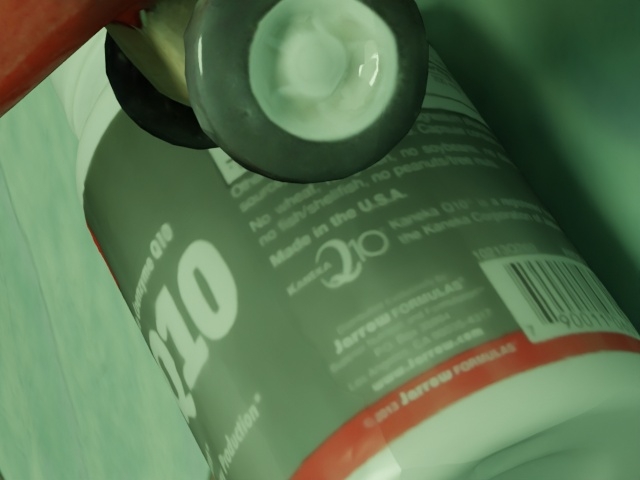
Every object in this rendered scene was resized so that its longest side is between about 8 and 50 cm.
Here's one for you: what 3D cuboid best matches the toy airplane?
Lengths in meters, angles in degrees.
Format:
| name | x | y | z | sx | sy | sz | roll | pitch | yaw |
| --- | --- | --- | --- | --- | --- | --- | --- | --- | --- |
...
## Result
| name | x | y | z | sx | sy | sz | roll | pitch | yaw |
| --- | --- | --- | --- | --- | --- | --- | --- | --- | --- |
| toy airplane | -0.042 | -0.233 | 0.400 | 0.386 | 0.272 | 0.384 | -46 | 25 | 42 |

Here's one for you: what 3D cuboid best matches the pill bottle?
| name | x | y | z | sx | sy | sz | roll | pitch | yaw |
| --- | --- | --- | --- | --- | --- | --- | --- | --- | --- |
| pill bottle | 0.000 | 0.000 | 0.620 | 0.283 | 0.161 | 0.161 | 58 | 143 | 32 |
